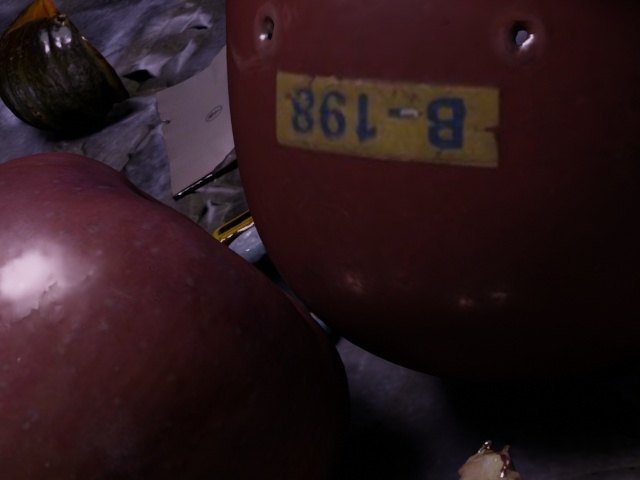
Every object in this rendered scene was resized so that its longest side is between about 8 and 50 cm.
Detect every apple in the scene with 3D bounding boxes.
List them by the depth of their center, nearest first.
[{"bbox_3d":[-0.134,0.089,0.983,0.235,0.305,0.305,-55,31,-3],"label":"apple"}]

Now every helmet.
[{"bbox_3d":[0.111,-0.032,0.946,0.384,0.337,0.230,8,88,29],"label":"helmet"}]

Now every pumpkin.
[{"bbox_3d":[-0.267,-0.165,1.658,0.107,0.119,0.183,-36,23,-7],"label":"pumpkin"}]

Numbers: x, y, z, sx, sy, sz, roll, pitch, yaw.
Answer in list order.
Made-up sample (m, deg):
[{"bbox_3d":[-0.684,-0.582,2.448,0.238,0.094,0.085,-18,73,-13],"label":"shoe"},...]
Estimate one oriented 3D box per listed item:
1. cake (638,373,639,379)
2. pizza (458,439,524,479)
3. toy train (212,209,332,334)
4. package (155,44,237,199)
[{"bbox_3d":[0.216,0.058,0.823,0.112,0.135,0.246,-31,29,7],"label":"cake"},{"bbox_3d":[0.080,0.209,0.810,0.147,0.069,0.226,-52,20,16],"label":"pizza"},{"bbox_3d":[0.000,0.000,1.177,0.219,0.089,0.127,-32,19,5],"label":"toy train"},{"bbox_3d":[-0.040,-0.156,1.489,0.251,0.062,0.204,-40,27,16],"label":"package"}]
